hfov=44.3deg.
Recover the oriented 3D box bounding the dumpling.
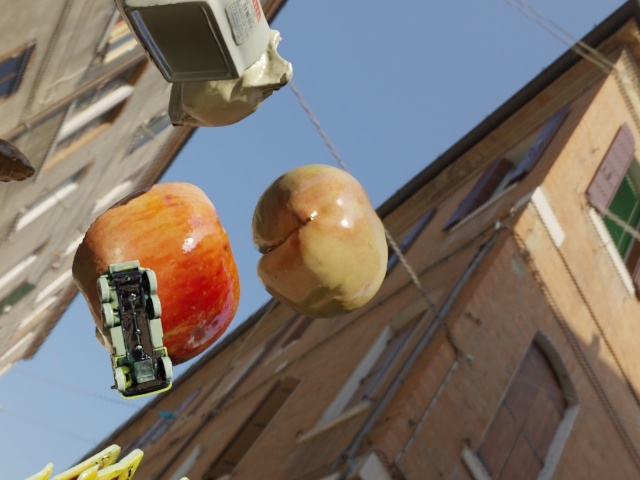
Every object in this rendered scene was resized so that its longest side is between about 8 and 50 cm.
[{"bbox_3d":[-0.126,-0.224,1.053,0.199,0.136,0.118,-12,-25,22],"label":"dumpling"}]

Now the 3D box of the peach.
[{"bbox_3d":[-0.001,-0.001,1.444,0.247,0.292,0.292,-6,-49,-9],"label":"peach"}]

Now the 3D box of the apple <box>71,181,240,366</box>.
[{"bbox_3d":[-0.215,0.078,1.177,0.163,0.251,0.293,37,-32,31],"label":"apple"}]

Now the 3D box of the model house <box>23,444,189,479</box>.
[{"bbox_3d":[-0.247,0.421,0.895,0.242,0.313,0.358,24,-39,23],"label":"model house"}]

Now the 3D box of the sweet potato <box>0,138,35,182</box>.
[{"bbox_3d":[-0.407,-0.105,0.962,0.202,0.055,0.058,22,-28,44],"label":"sweet potato"}]

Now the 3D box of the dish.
[{"bbox_3d":[-0.141,-0.237,0.839,0.151,0.077,0.212,-1,-19,6],"label":"dish"}]

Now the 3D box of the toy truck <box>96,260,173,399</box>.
[{"bbox_3d":[-0.244,0.113,1.011,0.100,0.077,0.169,-11,-90,66],"label":"toy truck"}]
